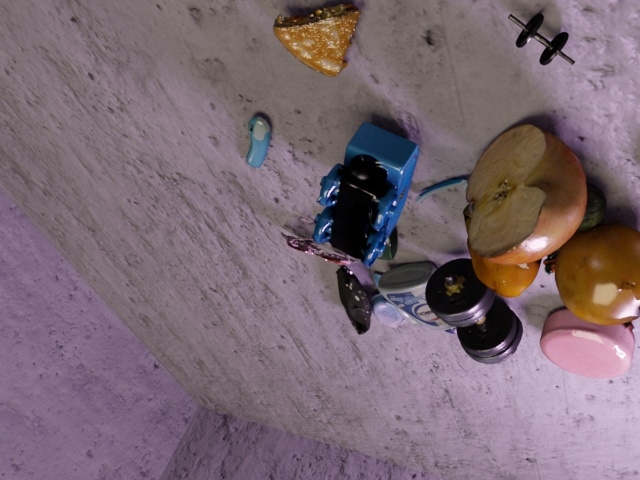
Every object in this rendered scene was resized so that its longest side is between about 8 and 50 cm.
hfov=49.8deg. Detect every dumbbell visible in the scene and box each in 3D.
[{"bbox_3d":[0.396,-0.359,1.232,0.147,0.069,0.069,33,148,-9],"label":"dumbbell"},{"bbox_3d":[0.424,0.196,1.885,0.185,0.185,0.388,0,146,37],"label":"dumbbell"}]

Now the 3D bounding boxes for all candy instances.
[{"bbox_3d":[0.735,0.282,1.888,0.255,0.094,0.255,20,148,13],"label":"candy"}]

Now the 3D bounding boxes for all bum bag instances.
[{"bbox_3d":[0.113,0.190,2.221,0.142,0.080,0.326,52,165,33],"label":"bum bag"}]

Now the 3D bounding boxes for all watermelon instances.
[{"bbox_3d":[0.550,-0.072,1.497,0.133,0.105,0.105,-9,134,31],"label":"watermelon"}]

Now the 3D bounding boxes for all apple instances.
[{"bbox_3d":[0.438,-0.076,1.435,0.163,0.293,0.251,20,155,-20],"label":"apple"}]

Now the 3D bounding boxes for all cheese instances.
[{"bbox_3d":[0.221,0.198,2.192,0.135,0.052,0.245,14,138,16],"label":"cheese"}]

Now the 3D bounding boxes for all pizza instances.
[{"bbox_3d":[0.017,-0.435,1.423,0.188,0.062,0.199,32,144,-32],"label":"pizza"}]

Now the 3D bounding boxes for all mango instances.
[{"bbox_3d":[0.441,0.017,1.649,0.152,0.201,0.287,-23,139,-2],"label":"mango"}]

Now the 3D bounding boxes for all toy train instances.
[{"bbox_3d":[0.111,-0.103,1.634,0.188,0.265,0.300,25,145,12],"label":"toy train"},{"bbox_3d":[0.594,0.054,1.691,0.044,0.064,0.103,42,145,-25],"label":"toy train"}]

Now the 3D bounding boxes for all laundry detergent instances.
[{"bbox_3d":[0.112,-0.017,1.956,0.211,0.063,0.137,16,146,21],"label":"laundry detergent"},{"bbox_3d":[0.318,0.191,2.060,0.215,0.105,0.280,-13,133,37],"label":"laundry detergent"}]

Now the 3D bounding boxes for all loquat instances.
[{"bbox_3d":[0.637,0.073,1.527,0.235,0.235,0.235,19,148,13],"label":"loquat"}]

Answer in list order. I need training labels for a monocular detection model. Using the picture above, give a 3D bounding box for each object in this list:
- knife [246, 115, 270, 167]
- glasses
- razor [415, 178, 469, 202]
[{"bbox_3d":[-0.168,-0.261,1.840,0.064,0.031,0.222,23,152,0],"label":"knife"},{"bbox_3d":[-0.001,0.006,2.071,0.255,0.095,0.162,22,178,9],"label":"glasses"},{"bbox_3d":[0.303,-0.124,1.679,0.068,0.037,0.191,-3,174,-38],"label":"razor"}]
